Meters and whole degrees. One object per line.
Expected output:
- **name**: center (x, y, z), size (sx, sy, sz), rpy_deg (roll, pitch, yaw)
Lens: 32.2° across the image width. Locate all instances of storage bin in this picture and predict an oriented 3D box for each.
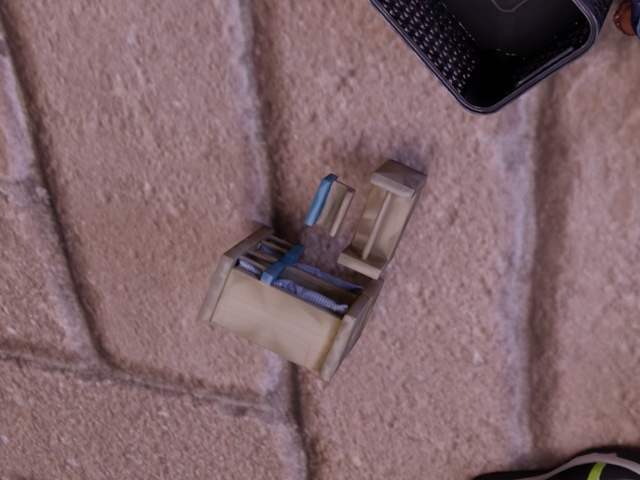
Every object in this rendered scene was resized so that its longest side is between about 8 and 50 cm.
- **storage bin**: center (0.108, -0.195, 0.781), size (0.180, 0.084, 0.122), rpy_deg (46, 131, -13)

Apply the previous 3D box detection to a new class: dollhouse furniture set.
- **dollhouse furniture set**: center (0.000, 0.000, 0.979), size (0.129, 0.129, 0.183), rpy_deg (25, 108, 8)

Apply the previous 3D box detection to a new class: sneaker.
- **sneaker**: center (0.227, 0.275, 1.074), size (0.235, 0.097, 0.084), rpy_deg (-24, 112, 37)

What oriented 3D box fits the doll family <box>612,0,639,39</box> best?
- **doll family**: center (0.262, -0.099, 0.775), size (0.076, 0.111, 0.193), rpy_deg (-16, 118, 5)
